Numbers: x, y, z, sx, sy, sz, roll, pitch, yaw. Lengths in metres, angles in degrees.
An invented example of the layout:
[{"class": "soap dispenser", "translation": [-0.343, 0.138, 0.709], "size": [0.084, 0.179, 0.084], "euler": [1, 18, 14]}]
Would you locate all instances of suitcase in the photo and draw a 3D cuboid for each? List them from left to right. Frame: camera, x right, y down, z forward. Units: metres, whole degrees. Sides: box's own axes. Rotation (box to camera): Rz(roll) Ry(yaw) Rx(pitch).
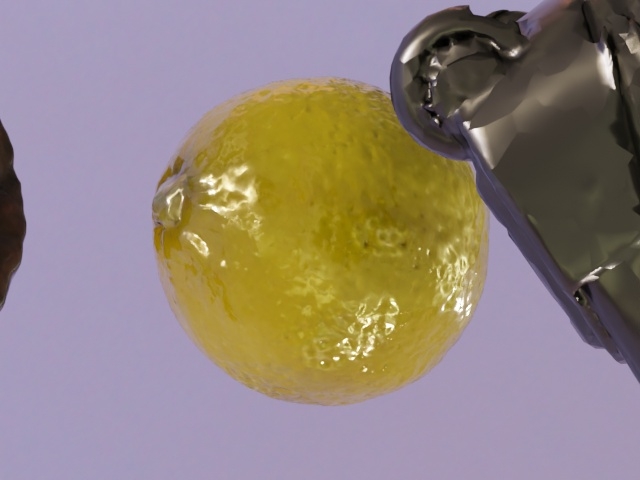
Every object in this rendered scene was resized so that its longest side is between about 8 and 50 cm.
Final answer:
[{"class": "suitcase", "translation": [0.194, 0.017, 0.607], "size": [0.339, 0.188, 0.345], "euler": [60, -169, -2]}]

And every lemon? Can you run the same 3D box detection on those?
[{"class": "lemon", "translation": [0.001, 0.000, 1.250], "size": [0.293, 0.293, 0.293], "euler": [20, -129, -26]}]

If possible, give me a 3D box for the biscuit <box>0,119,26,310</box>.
[{"class": "biscuit", "translation": [-0.433, -0.065, 1.316], "size": [0.407, 0.091, 0.407], "euler": [31, -135, -37]}]
